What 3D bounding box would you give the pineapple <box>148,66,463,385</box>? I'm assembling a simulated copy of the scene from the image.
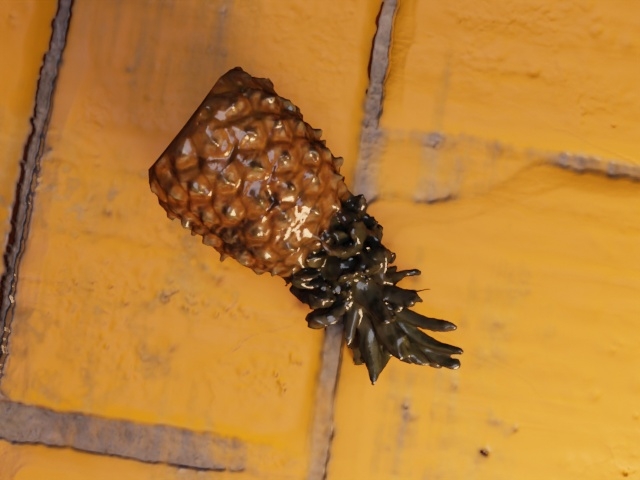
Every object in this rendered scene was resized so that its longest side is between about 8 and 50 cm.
[{"bbox_3d":[0.000,0.000,1.122,0.340,0.169,0.169,42,89,-5],"label":"pineapple"}]
